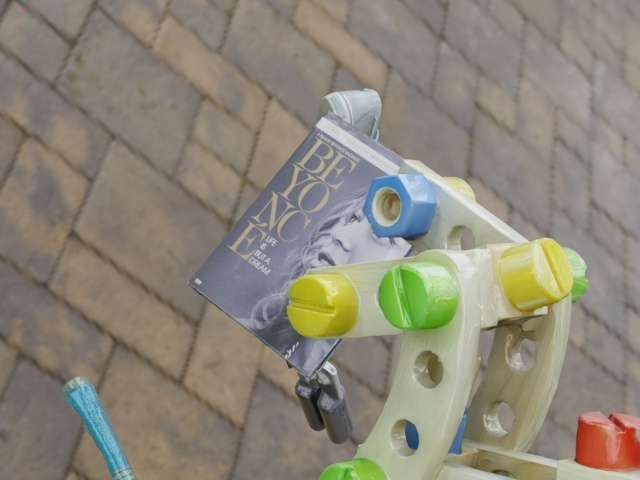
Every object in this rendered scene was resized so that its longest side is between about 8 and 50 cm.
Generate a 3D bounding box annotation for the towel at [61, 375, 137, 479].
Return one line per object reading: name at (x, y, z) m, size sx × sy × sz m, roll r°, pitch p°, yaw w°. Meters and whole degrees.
towel at (-0.233, 0.365, 1.948) m, size 0.370 × 0.040 × 0.271 m, roll 62°, pitch -10°, yaw 14°

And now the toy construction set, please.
toy construction set at (0.121, 0.083, 0.612) m, size 0.151 × 0.328 × 0.215 m, roll 1°, pitch 95°, yaw -33°

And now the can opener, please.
can opener at (0.015, 0.196, 2.096) m, size 0.076 × 0.283 × 0.095 m, roll 30°, pitch 72°, yaw 19°

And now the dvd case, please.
dvd case at (0.000, 0.000, 1.429) m, size 0.164 × 0.221 × 0.018 m, roll 35°, pitch -8°, yaw 28°

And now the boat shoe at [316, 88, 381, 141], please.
boat shoe at (0.038, -0.126, 1.922) m, size 0.081 × 0.227 × 0.079 m, roll -15°, pitch 71°, yaw -12°

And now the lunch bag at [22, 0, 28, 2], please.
lunch bag at (-0.371, -0.404, 1.643) m, size 0.262 × 0.223 × 0.160 m, roll 18°, pitch 49°, yaw -44°
